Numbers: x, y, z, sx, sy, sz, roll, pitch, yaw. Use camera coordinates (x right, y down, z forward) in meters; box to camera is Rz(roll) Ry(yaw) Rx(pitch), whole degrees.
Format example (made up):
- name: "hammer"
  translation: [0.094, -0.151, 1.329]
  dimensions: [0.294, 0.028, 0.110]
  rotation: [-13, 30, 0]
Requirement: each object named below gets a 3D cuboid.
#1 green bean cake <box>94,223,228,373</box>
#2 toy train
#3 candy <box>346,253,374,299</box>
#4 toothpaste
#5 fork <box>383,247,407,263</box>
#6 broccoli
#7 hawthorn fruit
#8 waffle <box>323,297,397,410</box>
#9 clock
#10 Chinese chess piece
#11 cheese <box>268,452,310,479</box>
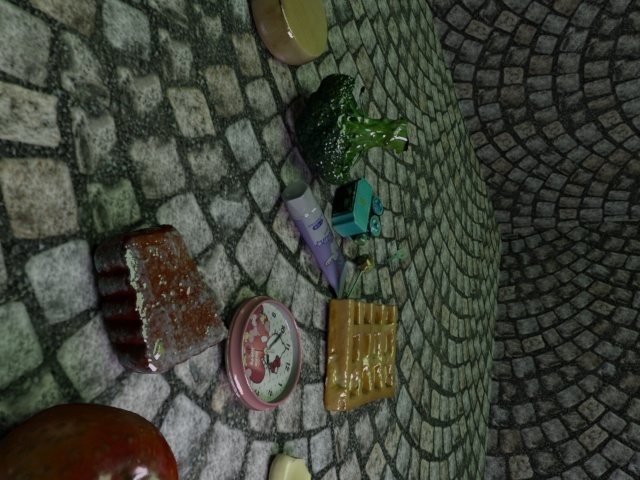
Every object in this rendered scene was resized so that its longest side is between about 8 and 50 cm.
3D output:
- name: "green bean cake"
  translation: [-0.262, 0.090, 0.848]
  dimensions: [0.198, 0.097, 0.233]
  rotation: [-27, 106, -57]
- name: "toy train"
  translation: [0.111, -0.089, 1.534]
  dimensions: [0.154, 0.107, 0.198]
  rotation: [39, 50, -40]
- name: "candy"
  translation: [0.109, 0.121, 1.540]
  dimensions: [0.202, 0.061, 0.061]
  rotation: [-58, 132, -37]
- name: "toothpaste"
  translation: [0.000, 0.000, 1.365]
  dimensions: [0.371, 0.080, 0.125]
  rotation: [64, 30, -42]
- name: "fork"
  translation: [0.264, 0.059, 1.842]
  dimensions: [0.235, 0.021, 0.039]
  rotation: [-14, 91, -59]
- name: "broccoli"
  translation: [0.081, -0.305, 1.359]
  dimensions: [0.297, 0.297, 0.297]
  rotation: [-2, 90, -90]
- name: "hawthorn fruit"
  translation: [-0.285, 0.324, 0.633]
  dimensions: [0.235, 0.263, 0.231]
  rotation: [-80, 180, -80]
- name: "waffle"
  translation: [0.126, 0.325, 1.470]
  dimensions: [0.348, 0.077, 0.304]
  rotation: [14, 75, -56]
- name: "clock"
  translation: [-0.121, 0.239, 1.096]
  dimensions: [0.244, 0.056, 0.244]
  rotation: [29, 56, -55]
- name: "Chinese chess piece"
  translation: [-0.077, -0.588, 1.335]
  dimensions: [0.251, 0.097, 0.251]
  rotation: [19, 67, -57]
- name: "cheese"
  translation: [-0.076, 0.596, 1.094]
  dimensions: [0.127, 0.050, 0.255]
  rotation: [38, 53, -52]
